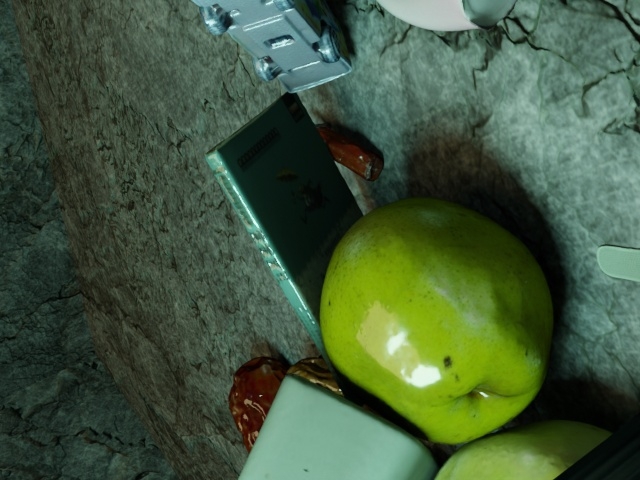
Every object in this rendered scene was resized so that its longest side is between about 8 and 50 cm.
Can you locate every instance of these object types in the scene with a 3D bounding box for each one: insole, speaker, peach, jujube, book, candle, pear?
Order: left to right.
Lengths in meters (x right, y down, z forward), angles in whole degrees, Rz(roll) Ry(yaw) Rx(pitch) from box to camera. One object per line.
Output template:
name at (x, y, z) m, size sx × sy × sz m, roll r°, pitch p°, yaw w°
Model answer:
jujube at (-0.092, 0.364, 1.803) m, size 0.174 × 0.174 × 0.250 m, roll 110°, pitch 140°, yaw -55°
book at (0.000, 0.000, 1.166) m, size 0.031 × 0.264 × 0.379 m, roll -21°, pitch 108°, yaw 28°
candle at (0.029, -0.138, 1.265) m, size 0.162 × 0.048 × 0.053 m, roll 35°, pitch 167°, yaw 35°
speaker at (0.032, 0.315, 1.099) m, size 0.183 × 0.184 × 0.406 m, roll 23°, pitch 167°, yaw 21°
pear at (0.130, 0.084, 1.024) m, size 0.294 × 0.294 × 0.294 m, roll 43°, pitch 146°, yaw 38°
peach at (0.255, 0.362, 0.994) m, size 0.316 × 0.281 × 0.314 m, roll -20°, pitch 95°, yaw 51°
insole at (0.338, 0.025, 0.883) m, size 0.153 × 0.002 × 0.053 m, roll 10°, pitch 122°, yaw 59°

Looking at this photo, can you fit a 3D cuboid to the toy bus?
toy bus at (-0.062, -0.290, 1.045) m, size 0.330 × 0.109 × 0.136 m, roll 30°, pitch -133°, yaw -68°

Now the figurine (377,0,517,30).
figurine at (0.063, -0.370, 0.868) m, size 0.316 × 0.206 × 0.284 m, roll 20°, pitch 136°, yaw 47°

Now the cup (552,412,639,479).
cup at (0.350, 0.251, 0.733) m, size 0.242 × 0.292 × 0.308 m, roll 63°, pitch 155°, yaw 4°

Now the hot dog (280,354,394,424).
hot dog at (0.035, 0.396, 1.572) m, size 0.267 × 0.174 × 0.387 m, roll -12°, pitch 86°, yaw 65°
